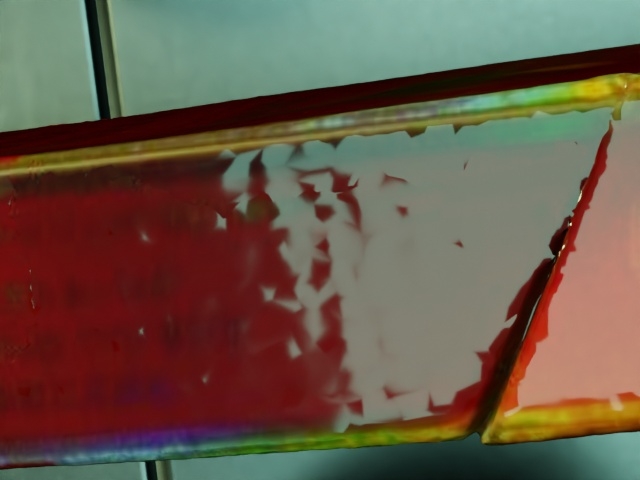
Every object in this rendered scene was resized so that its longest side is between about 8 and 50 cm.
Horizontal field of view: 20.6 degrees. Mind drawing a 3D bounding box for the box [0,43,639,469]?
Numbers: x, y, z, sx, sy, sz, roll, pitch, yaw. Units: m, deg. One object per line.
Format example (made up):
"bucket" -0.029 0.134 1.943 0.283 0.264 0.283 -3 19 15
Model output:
"box" -0.001 0.000 0.516 0.313 0.197 0.089 -7 96 19
